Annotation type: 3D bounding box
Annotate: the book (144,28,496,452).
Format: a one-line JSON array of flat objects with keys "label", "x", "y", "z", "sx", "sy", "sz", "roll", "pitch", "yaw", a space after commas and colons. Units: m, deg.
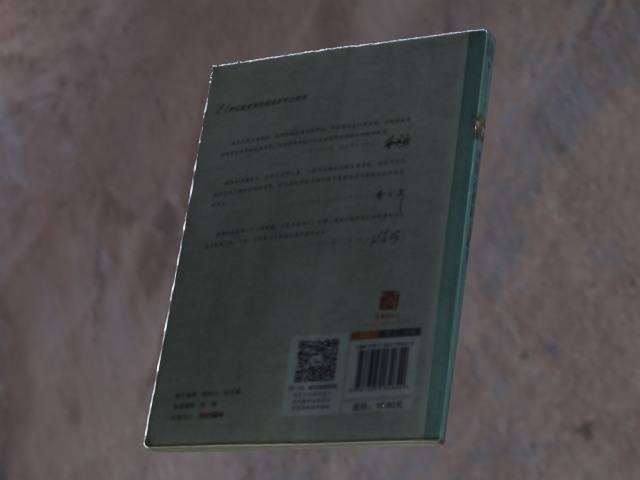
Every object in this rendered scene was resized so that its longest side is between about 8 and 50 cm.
[{"label": "book", "x": 0.000, "y": 0.000, "z": 1.227, "sx": 0.215, "sy": 0.283, "sz": 0.025, "roll": -4, "pitch": -29, "yaw": 29}]
